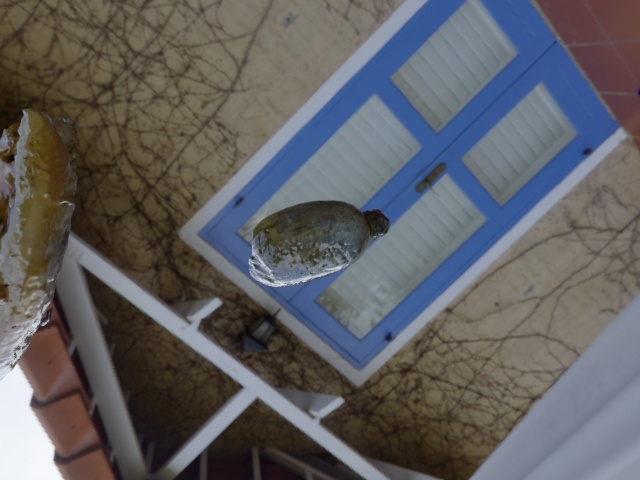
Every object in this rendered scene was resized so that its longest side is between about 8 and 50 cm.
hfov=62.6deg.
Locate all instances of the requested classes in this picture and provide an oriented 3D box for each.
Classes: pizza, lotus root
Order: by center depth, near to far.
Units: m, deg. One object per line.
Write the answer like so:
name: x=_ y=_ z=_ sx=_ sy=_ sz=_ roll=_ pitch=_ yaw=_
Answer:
pizza: x=-0.279 y=0.024 z=0.429 sx=0.086 sy=0.305 sz=0.161 roll=7 pitch=-149 yaw=-48
lotus root: x=0.000 y=0.000 z=0.679 sx=0.113 sy=0.192 sz=0.088 roll=98 pitch=153 yaw=-53
